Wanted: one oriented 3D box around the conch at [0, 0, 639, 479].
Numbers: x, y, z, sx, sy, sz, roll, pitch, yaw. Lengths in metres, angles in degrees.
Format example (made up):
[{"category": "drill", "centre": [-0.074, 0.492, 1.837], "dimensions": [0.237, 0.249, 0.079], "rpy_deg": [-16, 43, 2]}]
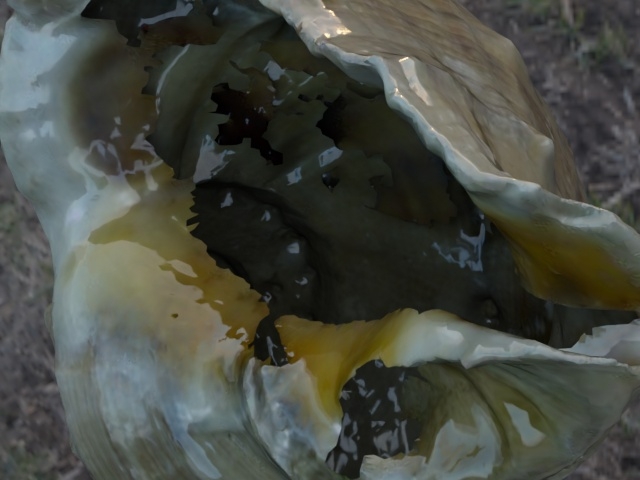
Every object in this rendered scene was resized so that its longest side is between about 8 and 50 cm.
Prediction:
[{"category": "conch", "centre": [0.005, -0.006, 0.540], "dimensions": [0.324, 0.263, 0.186], "rpy_deg": [-17, 22, 51]}]
